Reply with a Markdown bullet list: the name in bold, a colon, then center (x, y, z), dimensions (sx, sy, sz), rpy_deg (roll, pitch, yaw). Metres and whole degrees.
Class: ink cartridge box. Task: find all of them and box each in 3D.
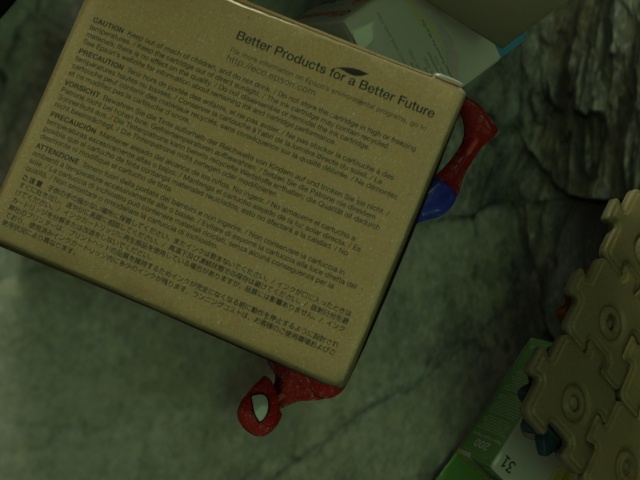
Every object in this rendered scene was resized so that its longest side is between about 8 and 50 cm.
- **ink cartridge box**: center (-0.055, -0.041, 0.676), dimensions (0.235, 0.088, 0.193), rpy_deg (23, 84, 6)
- **ink cartridge box**: center (0.052, -0.142, 0.780), dimensions (0.143, 0.092, 0.090), rpy_deg (-38, 113, -20)
- **ink cartridge box**: center (0.174, 0.224, 0.923), dimensions (0.171, 0.056, 0.235), rpy_deg (45, 73, -27)

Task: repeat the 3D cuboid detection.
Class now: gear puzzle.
- **gear puzzle**: center (0.259, 0.058, 0.916), dimensions (0.175, 0.044, 0.339), rpy_deg (48, 57, -23)

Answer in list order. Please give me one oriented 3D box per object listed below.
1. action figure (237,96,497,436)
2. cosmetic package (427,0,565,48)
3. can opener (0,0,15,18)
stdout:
- **action figure**: center (0.000, 0.000, 0.774), dimensions (0.139, 0.091, 0.280), rpy_deg (36, 78, -35)
- **cosmetic package**: center (0.040, -0.276, 0.681), dimensions (0.309, 0.113, 0.160), rpy_deg (32, 73, -10)
- **can opener**: center (-0.214, -0.144, 0.662), dimensions (0.186, 0.073, 0.059), rpy_deg (-57, 157, -7)
